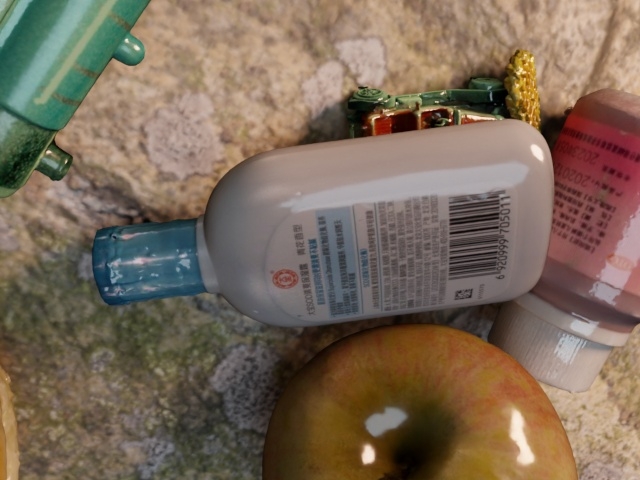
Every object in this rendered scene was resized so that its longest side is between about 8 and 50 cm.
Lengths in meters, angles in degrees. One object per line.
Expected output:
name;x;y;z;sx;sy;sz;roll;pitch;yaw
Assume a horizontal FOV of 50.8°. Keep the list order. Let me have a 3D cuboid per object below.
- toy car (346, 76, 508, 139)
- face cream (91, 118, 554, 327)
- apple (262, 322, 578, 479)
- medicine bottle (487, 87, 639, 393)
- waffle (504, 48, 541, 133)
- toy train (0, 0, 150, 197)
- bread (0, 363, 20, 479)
toy car;0.092;-0.092;0.555;0.143;0.054;0.073;-8;112;-14
face cream;0.000;0.000;0.518;0.337;0.080;0.163;-8;129;1
apple;0.084;0.204;0.570;0.257;0.256;0.234;-35;147;-1
medicine bottle;0.243;0.003;0.590;0.147;0.147;0.247;15;106;-22
waffle;0.172;-0.118;0.566;0.016;0.078;0.085;0;128;31
toy train;-0.180;-0.166;0.412;0.194;0.120;0.298;32;99;-30
bread;-0.316;0.135;0.398;0.159;0.305;0.305;-23;117;13
